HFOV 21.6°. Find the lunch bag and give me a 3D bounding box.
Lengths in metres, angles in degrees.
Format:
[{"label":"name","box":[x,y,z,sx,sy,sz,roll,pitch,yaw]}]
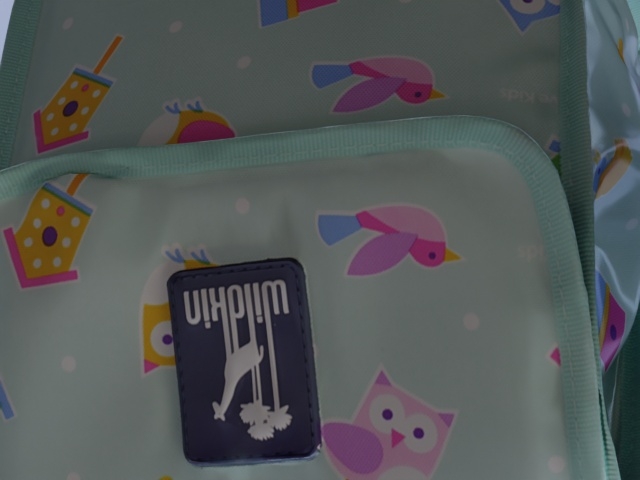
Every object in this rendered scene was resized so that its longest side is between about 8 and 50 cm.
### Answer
[{"label":"lunch bag","box":[0.000,0.000,0.572,0.223,0.160,0.262,-5,-128,19]}]
